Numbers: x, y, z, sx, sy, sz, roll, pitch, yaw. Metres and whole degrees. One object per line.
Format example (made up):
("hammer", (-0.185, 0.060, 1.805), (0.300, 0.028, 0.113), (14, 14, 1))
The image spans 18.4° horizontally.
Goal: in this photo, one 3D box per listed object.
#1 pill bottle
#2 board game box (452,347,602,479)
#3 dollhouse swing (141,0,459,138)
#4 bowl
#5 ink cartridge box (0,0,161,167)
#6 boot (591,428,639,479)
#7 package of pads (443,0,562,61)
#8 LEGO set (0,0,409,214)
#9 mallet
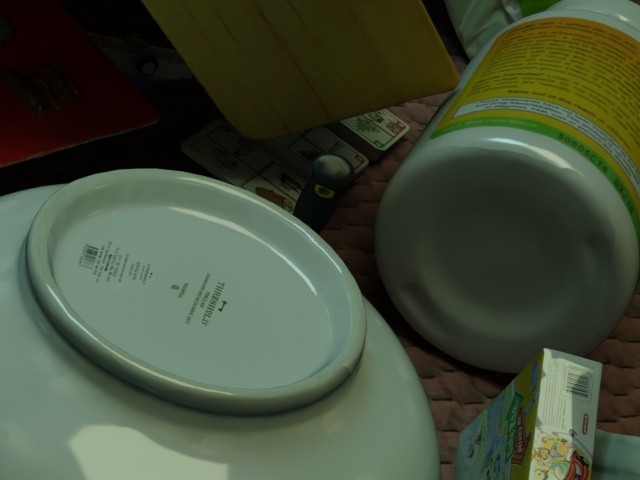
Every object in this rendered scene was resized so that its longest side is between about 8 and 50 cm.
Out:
("pill bottle", (0.128, -0.045, 1.082), (0.136, 0.136, 0.246), (27, 34, 6))
("board game box", (0.073, 0.133, 0.783), (0.026, 0.103, 0.154), (16, 61, -9))
("dollhouse swing", (-0.159, -0.199, 1.035), (0.305, 0.315, 0.347), (-29, 56, 4))
("bowl", (-0.067, 0.064, 0.824), (0.297, 0.134, 0.298), (16, 34, -11))
("ink cartridge box", (-0.309, -0.133, 0.958), (0.385, 0.091, 0.308), (-17, 49, -33))
("boot", (0.110, 0.169, 0.829), (0.088, 0.176, 0.244), (19, -4, -4))
("package of pads", (0.114, -0.291, 1.305), (0.101, 0.297, 0.229), (-12, 25, 24))
("LEGO set", (-0.087, -0.092, 1.125), (0.244, 0.060, 0.182), (36, 30, 6))
("mallet", (0.000, 0.000, 0.931), (0.062, 0.189, 0.039), (27, 72, -8))
